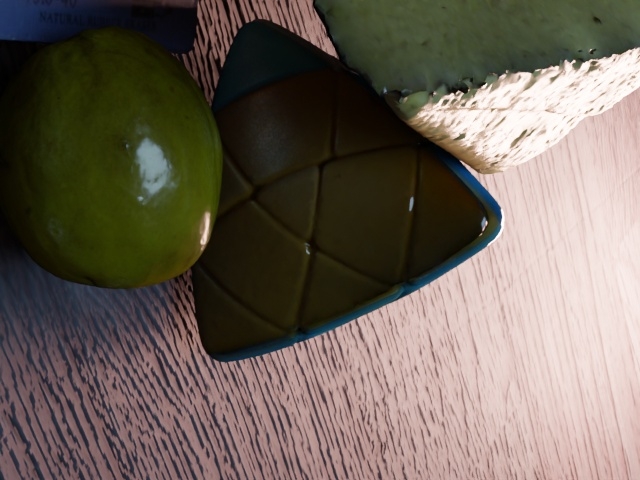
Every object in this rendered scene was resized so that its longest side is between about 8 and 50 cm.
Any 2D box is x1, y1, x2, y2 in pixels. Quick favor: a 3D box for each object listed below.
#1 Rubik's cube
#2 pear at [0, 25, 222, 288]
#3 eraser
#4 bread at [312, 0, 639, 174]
[{"bbox_3d":[0.000,0.000,1.298,0.254,0.254,0.255,-14,107,-55],"label":"Rubik's cube"},{"bbox_3d":[-0.134,-0.051,1.072,0.149,0.148,0.162,-22,104,-54],"label":"pear"},{"bbox_3d":[-0.160,-0.166,1.108,0.225,0.036,0.082,-4,100,-57],"label":"eraser"},{"bbox_3d":[0.096,-0.232,1.153,0.346,0.242,0.405,58,7,18],"label":"bread"}]
